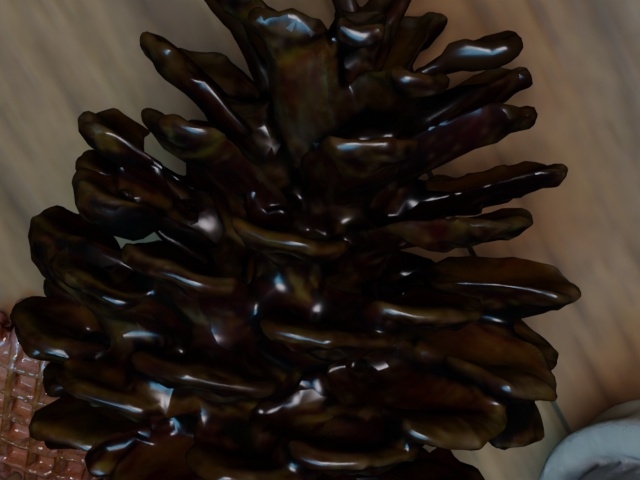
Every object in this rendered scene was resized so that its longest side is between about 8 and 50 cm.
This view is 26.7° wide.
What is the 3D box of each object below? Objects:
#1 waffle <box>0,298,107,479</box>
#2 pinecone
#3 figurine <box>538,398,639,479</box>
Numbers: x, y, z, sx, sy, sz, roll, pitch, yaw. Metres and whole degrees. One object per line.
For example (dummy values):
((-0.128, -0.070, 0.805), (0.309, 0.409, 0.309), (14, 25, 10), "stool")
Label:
((-0.109, 0.065, 0.527), (0.075, 0.029, 0.083), (-33, 104, 30), "waffle")
((-0.001, -0.003, 0.388), (0.163, 0.163, 0.165), (17, 106, 10), "pinecone")
((0.121, 0.152, 0.424), (0.162, 0.141, 0.236), (29, 130, 53), "figurine")
